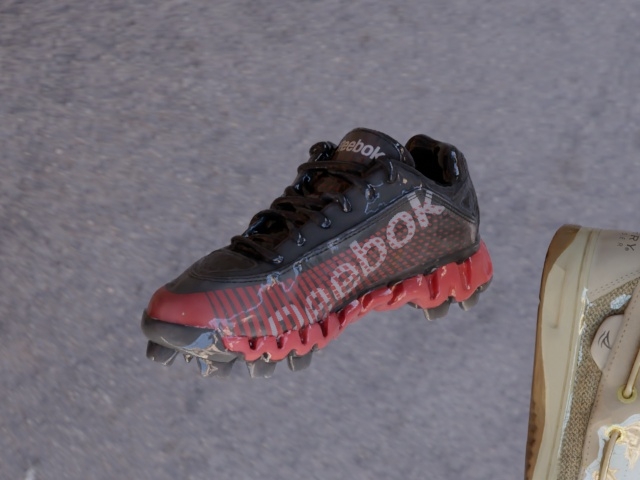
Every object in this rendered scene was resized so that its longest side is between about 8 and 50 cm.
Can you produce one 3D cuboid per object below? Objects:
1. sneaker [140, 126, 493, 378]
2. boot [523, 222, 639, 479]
[{"bbox_3d":[0.000,0.000,1.000,0.276,0.097,0.135,-17,115,-37],"label":"sneaker"},{"bbox_3d":[0.218,0.126,0.853,0.203,0.095,0.262,4,95,19],"label":"boot"}]
